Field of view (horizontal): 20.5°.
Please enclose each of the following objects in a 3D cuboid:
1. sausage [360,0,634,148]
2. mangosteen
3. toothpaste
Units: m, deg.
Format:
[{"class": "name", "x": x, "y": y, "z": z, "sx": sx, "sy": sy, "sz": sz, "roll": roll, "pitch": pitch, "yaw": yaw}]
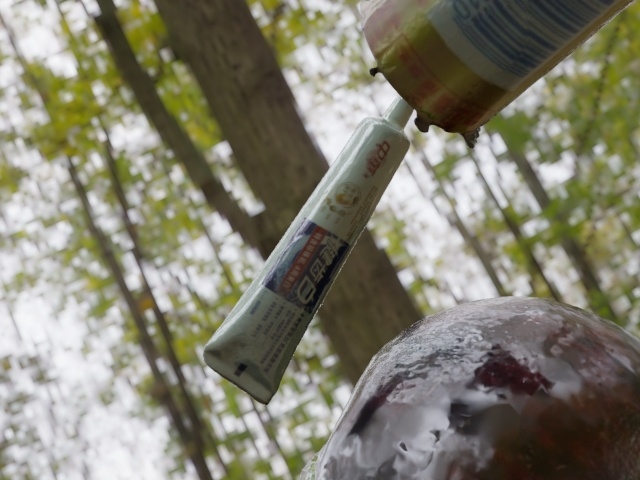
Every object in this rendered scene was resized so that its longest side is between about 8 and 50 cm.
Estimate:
[{"class": "sausage", "x": 0.167, "y": -0.202, "z": 1.088, "sx": 0.317, "sy": 0.125, "sz": 0.117, "roll": -39, "pitch": -38, "yaw": 27}, {"class": "mangosteen", "x": 0.108, "y": 0.182, "z": 1.268, "sx": 0.306, "sy": 0.359, "sz": 0.306, "roll": -29, "pitch": -52, "yaw": -43}, {"class": "toothpaste", "x": 0.000, "y": 0.000, "z": 1.215, "sx": 0.233, "sy": 0.060, "sz": 0.038, "roll": -58, "pitch": 16, "yaw": -4}]
